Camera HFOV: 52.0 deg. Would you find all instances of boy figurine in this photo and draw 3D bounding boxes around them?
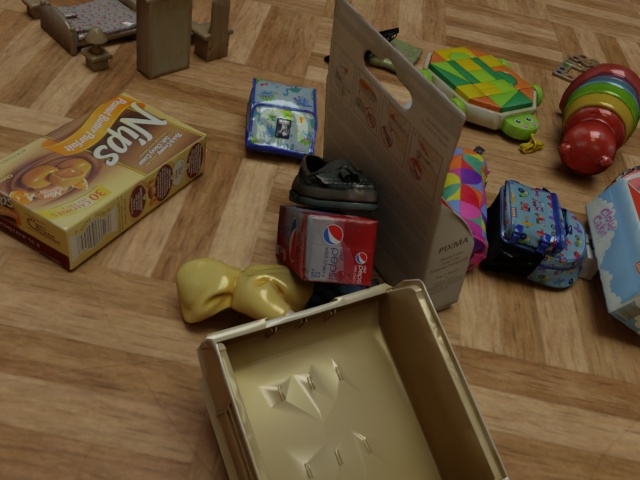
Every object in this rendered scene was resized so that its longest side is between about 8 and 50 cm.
[{"bbox_3d":[-0.056,0.083,0.897,0.285,0.092,0.177,6,15,-7],"label":"boy figurine"}]

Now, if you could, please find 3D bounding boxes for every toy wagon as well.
[{"bbox_3d":[0.382,-0.325,1.481,0.267,0.068,0.344,-16,50,-28],"label":"toy wagon"}]

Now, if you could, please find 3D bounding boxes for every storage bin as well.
[{"bbox_3d":[0.026,0.193,0.729,0.262,0.123,0.261,-14,73,-27],"label":"storage bin"}]

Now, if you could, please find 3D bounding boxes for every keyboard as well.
[{"bbox_3d":[0.107,-0.450,1.542,0.192,0.038,0.100,-33,25,-27],"label":"keyboard"}]

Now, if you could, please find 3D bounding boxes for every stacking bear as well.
[{"bbox_3d":[0.584,-0.242,1.392,0.175,0.164,0.289,26,48,12],"label":"stacking bear"}]

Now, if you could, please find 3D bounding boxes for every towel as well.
[{"bbox_3d":[0.183,-0.448,1.588,0.110,0.027,0.148,22,42,8],"label":"towel"}]

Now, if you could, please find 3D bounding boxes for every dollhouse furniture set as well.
[{"bbox_3d":[-0.409,-0.516,1.391,0.303,0.174,0.355,-29,58,-37],"label":"dollhouse furniture set"}]

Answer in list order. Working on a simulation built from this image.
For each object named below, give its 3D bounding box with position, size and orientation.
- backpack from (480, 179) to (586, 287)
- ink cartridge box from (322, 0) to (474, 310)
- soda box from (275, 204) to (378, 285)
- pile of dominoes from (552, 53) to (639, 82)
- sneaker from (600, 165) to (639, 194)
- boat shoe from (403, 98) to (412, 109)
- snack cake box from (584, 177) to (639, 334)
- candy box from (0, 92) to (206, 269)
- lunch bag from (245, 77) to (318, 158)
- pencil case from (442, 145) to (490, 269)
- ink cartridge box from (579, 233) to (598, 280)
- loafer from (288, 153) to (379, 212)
[{"bbox_3d":[0.370,-0.007,1.102,0.173,0.117,0.158,19,48,-2],"label":"backpack"},{"bbox_3d":[0.112,-0.118,0.951,0.091,0.385,0.308,-19,52,-20],"label":"ink cartridge box"},{"bbox_3d":[0.000,0.000,0.916,0.092,0.084,0.263,5,5,-11],"label":"soda box"},{"bbox_3d":[0.757,-0.433,1.720,0.251,0.040,0.196,30,45,16],"label":"pile of dominoes"},{"bbox_3d":[0.654,-0.062,1.242,0.313,0.116,0.136,-8,48,-23],"label":"sneaker"},{"bbox_3d":[0.185,-0.180,1.241,0.104,0.113,0.306,12,31,19],"label":"boat shoe"},{"bbox_3d":[0.537,0.038,1.084,0.152,0.089,0.264,32,40,-16],"label":"snack cake box"},{"bbox_3d":[-0.347,-0.107,1.035,0.182,0.088,0.316,28,43,15],"label":"candy box"},{"bbox_3d":[-0.075,-0.222,1.235,0.128,0.096,0.151,8,57,-11],"label":"lunch bag"},{"bbox_3d":[0.242,-0.058,1.122,0.104,0.104,0.236,15,48,1],"label":"pencil case"},{"bbox_3d":[0.467,0.023,1.148,0.028,0.048,0.083,16,41,2],"label":"ink cartridge box"},{"bbox_3d":[0.011,-0.090,0.983,0.096,0.084,0.267,4,5,-20],"label":"loafer"}]
